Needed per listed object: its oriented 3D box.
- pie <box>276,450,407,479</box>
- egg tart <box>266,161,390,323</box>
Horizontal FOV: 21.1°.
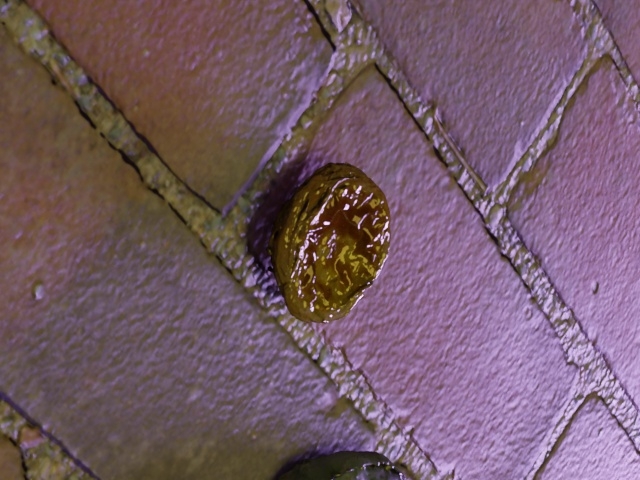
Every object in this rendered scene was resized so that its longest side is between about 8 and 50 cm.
[{"bbox_3d":[0.005,0.290,1.448,0.240,0.054,0.240,-18,116,-43],"label":"pie"},{"bbox_3d":[0.000,0.000,1.334,0.130,0.052,0.130,-21,121,-41],"label":"egg tart"}]
